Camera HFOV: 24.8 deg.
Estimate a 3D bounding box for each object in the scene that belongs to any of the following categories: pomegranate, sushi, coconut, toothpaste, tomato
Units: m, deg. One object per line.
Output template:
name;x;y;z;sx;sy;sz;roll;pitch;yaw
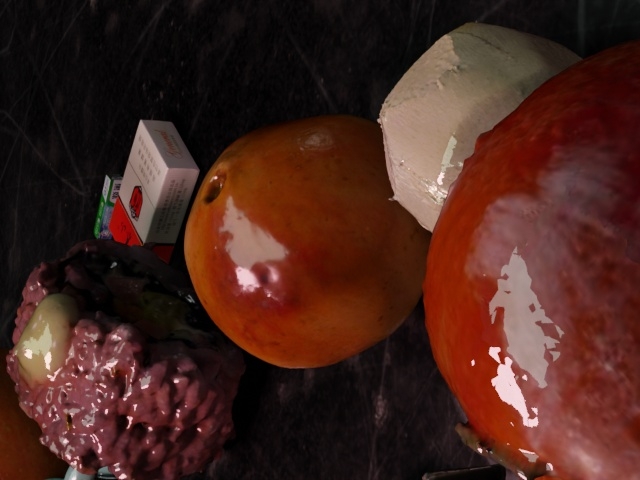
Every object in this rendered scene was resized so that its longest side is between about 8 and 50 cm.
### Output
pomegranate;-0.005;-0.001;1.159;0.209;0.209;0.209;-6;83;60
sushi;-0.198;0.119;1.465;0.171;0.236;0.270;-66;32;20
coconut;0.118;-0.067;0.985;0.162;0.161;0.161;39;122;45
toothpaste;-0.261;-0.041;1.790;0.017;0.020;0.083;47;128;49
tomato;0.155;-0.008;0.781;0.309;0.170;0.309;-52;15;21

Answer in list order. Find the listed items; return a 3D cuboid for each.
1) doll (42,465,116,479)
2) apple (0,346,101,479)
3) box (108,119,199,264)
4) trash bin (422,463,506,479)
doll;-0.255;0.262;1.630;0.059;0.159;0.158;-121;34;-78
apple;-0.434;0.299;1.767;0.339;0.340;0.339;-6;83;60
box;-0.190;-0.047;1.640;0.100;0.048;0.152;59;135;46
trash bin;0.155;0.264;0.838;0.262;0.217;0.277;-21;76;59
